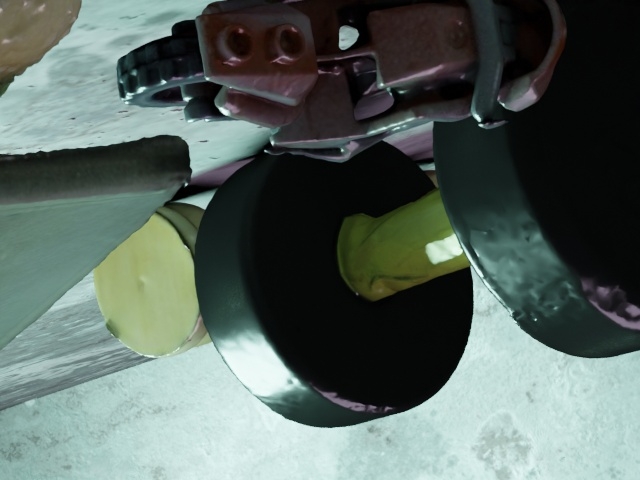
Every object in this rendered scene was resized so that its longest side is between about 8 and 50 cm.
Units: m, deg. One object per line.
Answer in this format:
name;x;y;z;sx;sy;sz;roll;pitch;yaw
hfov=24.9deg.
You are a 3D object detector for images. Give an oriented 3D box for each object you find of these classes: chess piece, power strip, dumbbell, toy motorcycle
chess piece;0.000;0.000;1.196;0.117;0.117;0.397;-23;174;42
power strip;-0.181;0.007;0.564;0.198;0.064;0.213;-12;162;-47
dumbbell;0.085;-0.006;0.904;0.204;0.203;0.322;-12;172;-40
toy motorcycle;0.021;-0.082;0.626;0.212;0.084;0.118;-7;177;-38

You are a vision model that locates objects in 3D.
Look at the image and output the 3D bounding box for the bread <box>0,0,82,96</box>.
bread;-0.200;-0.045;0.517;0.251;0.039;0.182;-19;173;13
